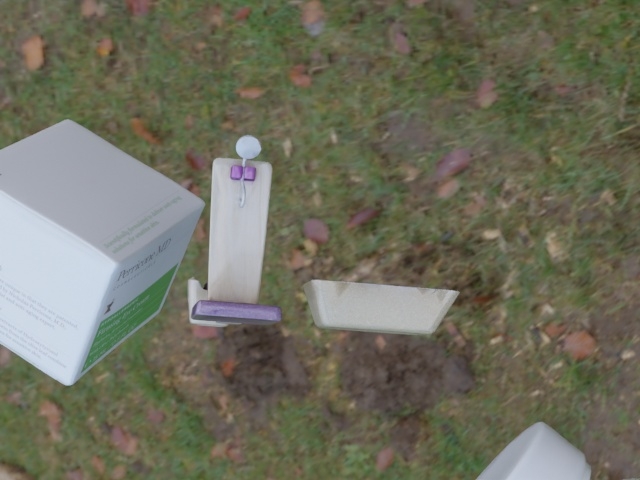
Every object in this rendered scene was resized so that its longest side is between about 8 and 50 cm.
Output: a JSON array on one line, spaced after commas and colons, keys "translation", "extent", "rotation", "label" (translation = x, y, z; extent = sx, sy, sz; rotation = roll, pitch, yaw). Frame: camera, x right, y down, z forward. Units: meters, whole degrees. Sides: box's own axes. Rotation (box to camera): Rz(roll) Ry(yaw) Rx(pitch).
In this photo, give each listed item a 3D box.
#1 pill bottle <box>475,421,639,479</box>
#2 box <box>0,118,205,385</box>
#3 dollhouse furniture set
[{"translation": [0.150, 0.183, 0.508], "extent": [0.208, 0.117, 0.118], "rotation": [41, 119, 7], "label": "pill bottle"}, {"translation": [-0.138, 0.003, 0.622], "extent": [0.102, 0.101, 0.087], "rotation": [30, 119, 10], "label": "box"}, {"translation": [0.000, 0.000, 0.516], "extent": [0.114, 0.091, 0.081], "rotation": [5, 82, -9], "label": "dollhouse furniture set"}]
